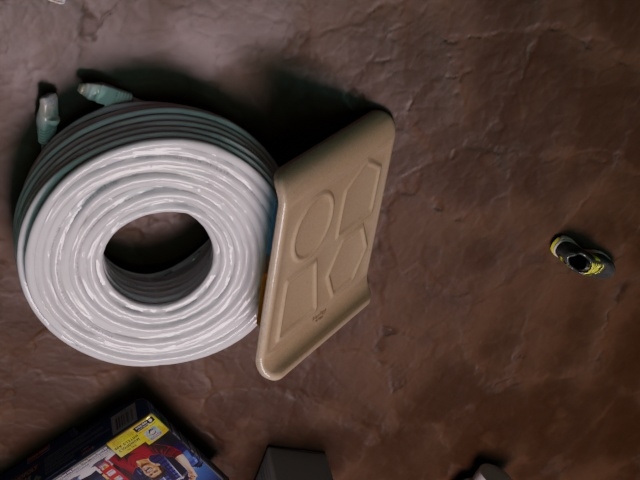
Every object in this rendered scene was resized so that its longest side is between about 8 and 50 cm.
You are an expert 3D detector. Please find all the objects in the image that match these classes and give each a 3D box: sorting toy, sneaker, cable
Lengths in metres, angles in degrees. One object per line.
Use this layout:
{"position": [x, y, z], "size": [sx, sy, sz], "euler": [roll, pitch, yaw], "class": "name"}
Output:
{"position": [0.000, 0.000, 1.123], "size": [0.038, 0.193, 0.208], "euler": [20, 123, 25], "class": "sorting toy"}
{"position": [0.275, 0.025, 1.271], "size": [0.083, 0.035, 0.031], "euler": [22, 115, -25], "class": "sneaker"}
{"position": [-0.148, -0.002, 1.112], "size": [0.257, 0.089, 0.257], "euler": [8, 119, -19], "class": "cable"}

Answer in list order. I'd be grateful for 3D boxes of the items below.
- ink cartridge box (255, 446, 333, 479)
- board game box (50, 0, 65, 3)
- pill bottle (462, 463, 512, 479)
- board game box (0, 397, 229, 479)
{"position": [-0.041, 0.335, 1.331], "size": [0.072, 0.127, 0.175], "euler": [11, 118, -20], "class": "ink cartridge box"}
{"position": [-0.176, -0.345, 0.800], "size": [0.141, 0.232, 0.291], "euler": [22, 115, -26], "class": "board game box"}
{"position": [0.175, 0.316, 1.413], "size": [0.065, 0.065, 0.116], "euler": [19, 116, -24], "class": "pill bottle"}
{"position": [-0.201, 0.271, 1.291], "size": [0.194, 0.060, 0.194], "euler": [-33, 125, 8], "class": "board game box"}
